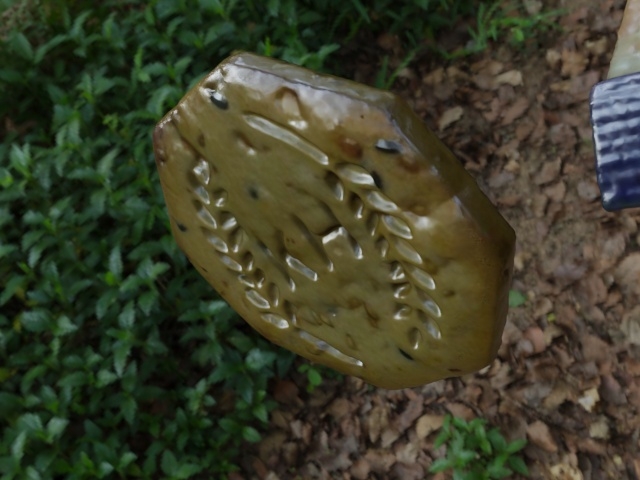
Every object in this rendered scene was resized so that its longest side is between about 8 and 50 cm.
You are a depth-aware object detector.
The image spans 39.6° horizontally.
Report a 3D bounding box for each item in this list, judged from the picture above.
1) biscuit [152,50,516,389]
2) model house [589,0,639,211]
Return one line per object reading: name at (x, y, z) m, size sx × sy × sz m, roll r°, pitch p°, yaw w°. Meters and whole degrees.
biscuit at (-0.001, 0.001, 0.763) m, size 0.359 × 0.359 × 0.046 m, roll 10°, pitch 43°, yaw 35°
model house at (0.425, -0.097, 0.874) m, size 0.245 × 0.312 × 0.280 m, roll -5°, pitch 52°, yaw 44°
